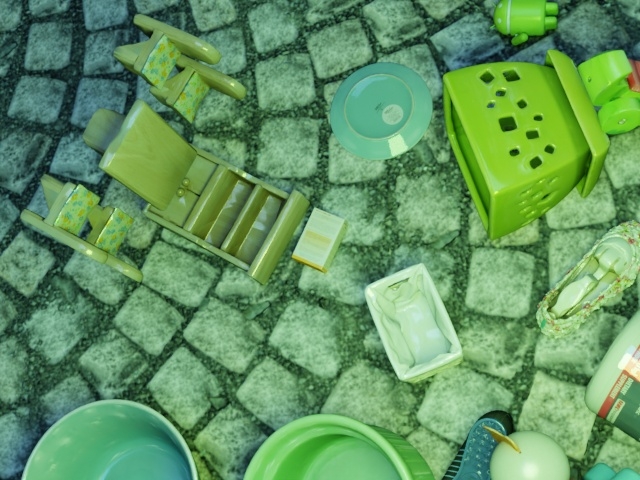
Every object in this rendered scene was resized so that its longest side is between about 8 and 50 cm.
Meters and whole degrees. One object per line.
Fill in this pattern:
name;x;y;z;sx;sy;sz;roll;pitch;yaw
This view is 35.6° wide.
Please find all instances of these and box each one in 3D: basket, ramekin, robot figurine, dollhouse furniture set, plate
basket;0.156;0.139;1.623;0.113;0.103;0.167;-24;71;7
ramekin;0.039;0.418;1.523;0.303;0.148;0.304;-5;79;28
robot figurine;0.354;-0.390;1.734;0.115;0.067;0.101;5;88;16
dollhouse furniture set;-0.213;-0.093;1.630;0.256;0.394;0.362;26;83;20
plate;0.106;-0.236;1.782;0.188;0.024;0.188;-4;73;14

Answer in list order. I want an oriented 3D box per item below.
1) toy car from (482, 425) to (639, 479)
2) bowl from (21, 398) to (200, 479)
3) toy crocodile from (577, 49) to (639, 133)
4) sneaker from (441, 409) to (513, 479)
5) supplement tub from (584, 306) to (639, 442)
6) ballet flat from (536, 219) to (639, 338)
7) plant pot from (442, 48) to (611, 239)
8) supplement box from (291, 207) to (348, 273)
toy car;0.316;0.354;1.441;0.219;0.210;0.238;-38;85;-7
bowl;-0.319;0.425;1.641;0.311;0.163;0.312;-4;74;13
toy crocodile;0.506;-0.216;1.526;0.105;0.340;0.115;-33;55;41
sneaker;0.238;0.369;1.557;0.081;0.090;0.232;32;106;19
supplement tub;0.543;0.233;1.446;0.272;0.191;0.191;33;85;21
ballet flat;0.438;0.060;1.583;0.091;0.077;0.241;41;88;22
plant pot;0.330;-0.162;1.600;0.207;0.228;0.227;-19;71;3
supplement box;0.000;0.000;1.738;0.062;0.036;0.098;23;82;20
